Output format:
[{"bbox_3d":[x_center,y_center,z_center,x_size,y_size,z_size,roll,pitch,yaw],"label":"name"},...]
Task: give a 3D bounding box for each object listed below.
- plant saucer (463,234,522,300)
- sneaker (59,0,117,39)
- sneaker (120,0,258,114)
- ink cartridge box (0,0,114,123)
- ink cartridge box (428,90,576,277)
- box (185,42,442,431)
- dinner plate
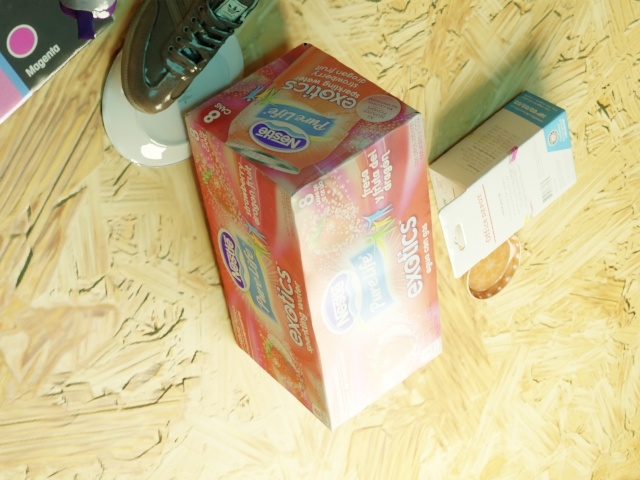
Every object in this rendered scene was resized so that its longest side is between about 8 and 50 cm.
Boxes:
[{"bbox_3d":[0.188,0.027,1.599,0.083,0.013,0.083,-23,130,-30],"label":"plant saucer"},{"bbox_3d":[-0.148,-0.236,0.998,0.224,0.083,0.098,-78,178,-46],"label":"sneaker"},{"bbox_3d":[-0.092,-0.182,1.135,0.066,0.071,0.188,28,88,-39],"label":"sneaker"},{"bbox_3d":[-0.288,-0.218,0.912,0.176,0.069,0.371,-45,136,-12],"label":"ink cartridge box"},{"bbox_3d":[0.176,-0.058,1.494,0.181,0.061,0.104,-38,136,-20],"label":"ink cartridge box"},{"bbox_3d":[0.000,0.000,1.287,0.142,0.154,0.300,-33,139,-23],"label":"box"},{"bbox_3d":[-0.117,-0.123,1.207,0.141,0.017,0.141,-25,132,-30],"label":"dinner plate"}]
